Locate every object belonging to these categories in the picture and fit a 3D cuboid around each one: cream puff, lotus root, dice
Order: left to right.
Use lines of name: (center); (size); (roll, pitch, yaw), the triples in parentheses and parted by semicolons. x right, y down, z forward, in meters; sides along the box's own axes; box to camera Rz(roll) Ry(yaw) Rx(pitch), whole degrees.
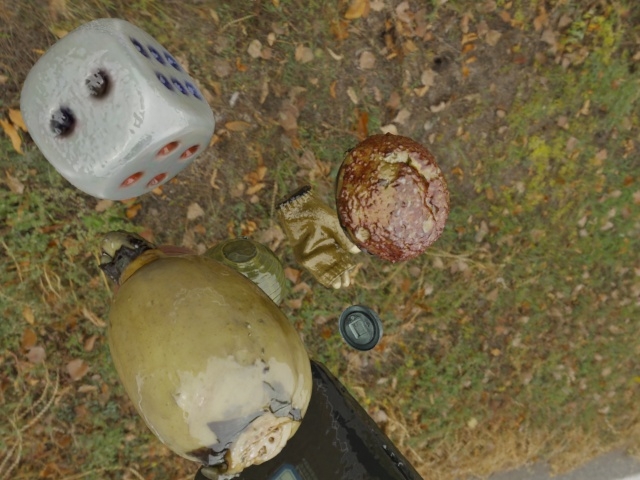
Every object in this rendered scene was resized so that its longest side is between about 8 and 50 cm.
dice: (-0.283, -0.181, 0.809); (0.191, 0.194, 0.193); (-36, 176, 15)
lotus root: (-0.139, 0.096, 0.610); (0.182, 0.310, 0.183); (-33, 148, -23)
cream puff: (0.134, -0.080, 1.018); (0.239, 0.164, 0.240); (-1, 92, -27)

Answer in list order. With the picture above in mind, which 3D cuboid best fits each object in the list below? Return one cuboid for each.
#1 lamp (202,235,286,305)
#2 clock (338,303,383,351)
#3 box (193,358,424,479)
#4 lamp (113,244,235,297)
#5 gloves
lamp: (-0.214, 0.130, 1.516); (0.250, 0.250, 0.285); (-19, 135, -24)
clock: (0.071, 0.153, 0.991); (0.017, 0.085, 0.085); (-20, 130, -54)
box: (-0.028, 0.424, 0.932); (0.350, 0.359, 0.091); (-49, 146, 7)
lamp: (-0.247, 0.149, 1.065); (0.239, 0.305, 0.306); (-23, 127, -14)
gloves: (-0.002, -0.007, 1.804); (0.203, 0.155, 0.357); (-30, 87, 6)
